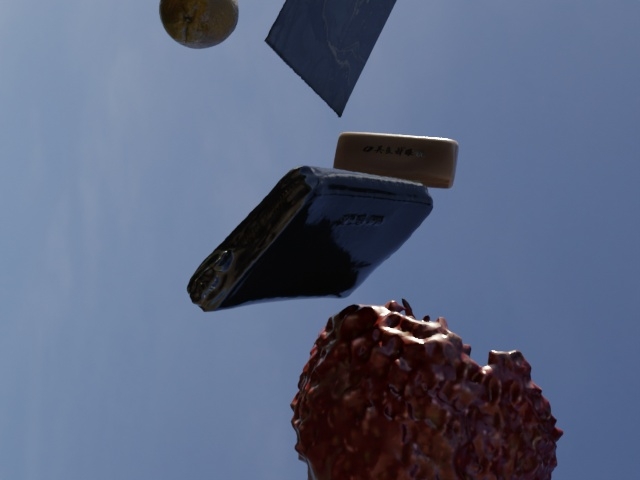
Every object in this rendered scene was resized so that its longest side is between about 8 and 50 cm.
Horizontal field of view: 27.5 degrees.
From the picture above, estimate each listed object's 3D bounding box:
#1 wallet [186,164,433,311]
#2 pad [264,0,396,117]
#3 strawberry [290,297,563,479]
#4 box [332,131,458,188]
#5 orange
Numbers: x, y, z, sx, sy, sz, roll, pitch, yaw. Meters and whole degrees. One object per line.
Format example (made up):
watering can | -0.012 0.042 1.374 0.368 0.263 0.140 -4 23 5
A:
wallet | 0.000 0.000 1.089 0.149 0.250 0.044 -47 -112 19
pad | 0.069 -0.285 1.019 0.367 0.007 0.247 -64 165 -2
strawberry | 0.087 0.200 1.195 0.261 0.261 0.257 -2 -123 62
box | 0.070 -0.076 1.223 0.025 0.115 0.048 81 18 -53
orange | -0.131 -0.245 1.398 0.095 0.085 0.085 -60 169 -64
